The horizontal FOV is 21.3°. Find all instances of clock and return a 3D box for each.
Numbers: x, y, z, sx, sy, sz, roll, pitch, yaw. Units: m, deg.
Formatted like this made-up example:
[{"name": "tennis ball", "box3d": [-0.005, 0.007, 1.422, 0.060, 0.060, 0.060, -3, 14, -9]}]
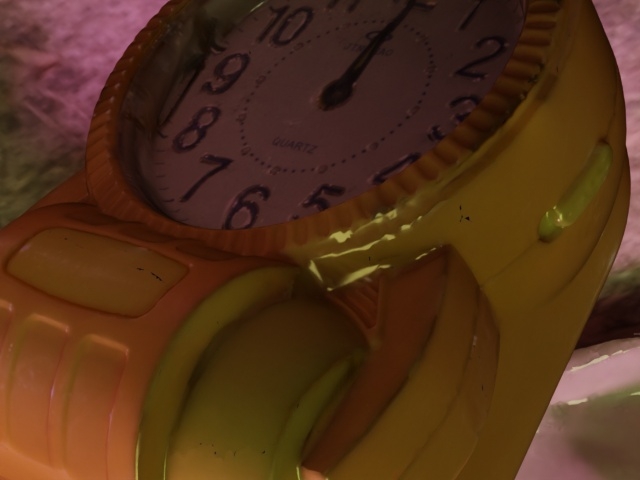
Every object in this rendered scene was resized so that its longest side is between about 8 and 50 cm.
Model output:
[{"name": "clock", "box3d": [0.000, 0.000, 0.732, 0.244, 0.317, 0.200, 16, 153, 38]}]

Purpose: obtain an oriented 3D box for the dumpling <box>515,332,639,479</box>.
[{"name": "dumpling", "box3d": [0.213, 0.166, 1.014, 0.341, 0.181, 0.260, 34, 106, 3]}]
